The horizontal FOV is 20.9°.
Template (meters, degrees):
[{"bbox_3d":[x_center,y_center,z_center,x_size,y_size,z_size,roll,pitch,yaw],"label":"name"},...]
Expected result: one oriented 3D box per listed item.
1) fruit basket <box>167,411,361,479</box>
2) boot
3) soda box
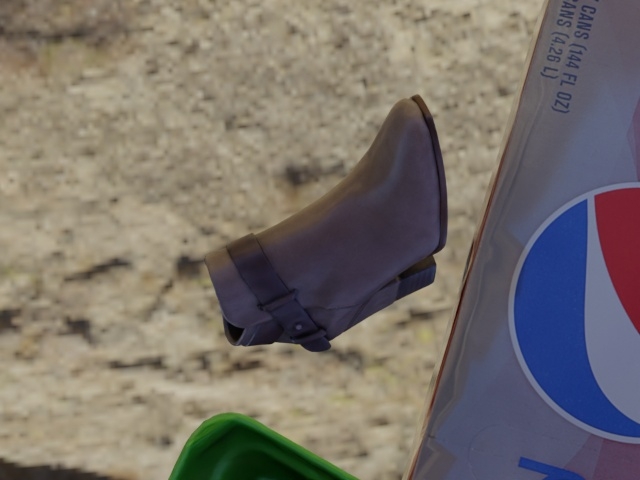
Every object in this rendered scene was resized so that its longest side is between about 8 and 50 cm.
[{"bbox_3d":[0.000,0.278,0.926,0.392,0.283,0.392,27,177,2],"label":"fruit basket"},{"bbox_3d":[0.000,0.000,0.640,0.087,0.042,0.118,-15,141,-9],"label":"boot"},{"bbox_3d":[0.063,0.061,0.430,0.083,0.263,0.092,16,173,4],"label":"soda box"}]
